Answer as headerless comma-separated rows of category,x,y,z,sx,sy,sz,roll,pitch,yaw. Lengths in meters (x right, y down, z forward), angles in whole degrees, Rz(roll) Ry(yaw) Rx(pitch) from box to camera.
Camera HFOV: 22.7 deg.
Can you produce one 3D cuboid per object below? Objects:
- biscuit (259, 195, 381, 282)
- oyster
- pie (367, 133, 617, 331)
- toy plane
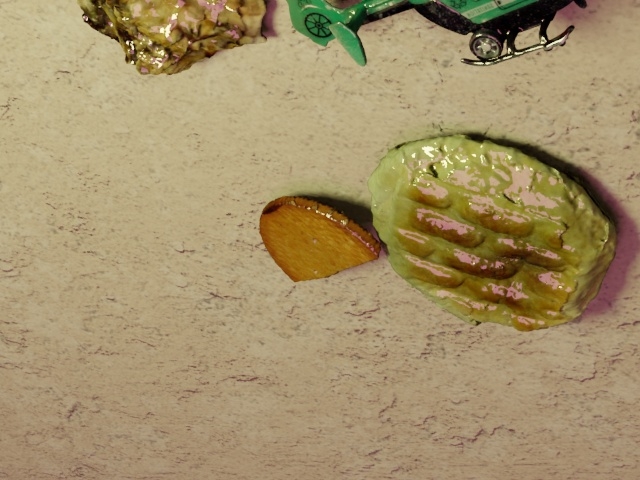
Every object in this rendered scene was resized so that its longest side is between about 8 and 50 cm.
biscuit,-0.011,-0.006,1.913,0.126,0.025,0.206,46,151,-16
oyster,-0.175,-0.254,1.674,0.223,0.083,0.214,-6,138,25
pie,0.193,-0.003,1.800,0.306,0.071,0.306,14,143,10
toy plane,0.123,-0.247,1.510,0.382,0.106,0.155,-14,124,40
